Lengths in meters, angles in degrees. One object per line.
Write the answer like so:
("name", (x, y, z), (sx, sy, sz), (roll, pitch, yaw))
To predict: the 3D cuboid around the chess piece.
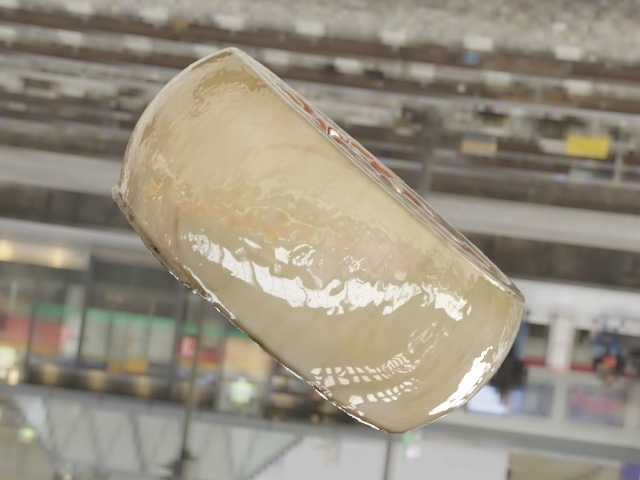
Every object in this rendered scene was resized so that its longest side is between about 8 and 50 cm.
("chess piece", (0.000, 0.000, 0.342), (0.084, 0.038, 0.083), (38, -174, -4))
